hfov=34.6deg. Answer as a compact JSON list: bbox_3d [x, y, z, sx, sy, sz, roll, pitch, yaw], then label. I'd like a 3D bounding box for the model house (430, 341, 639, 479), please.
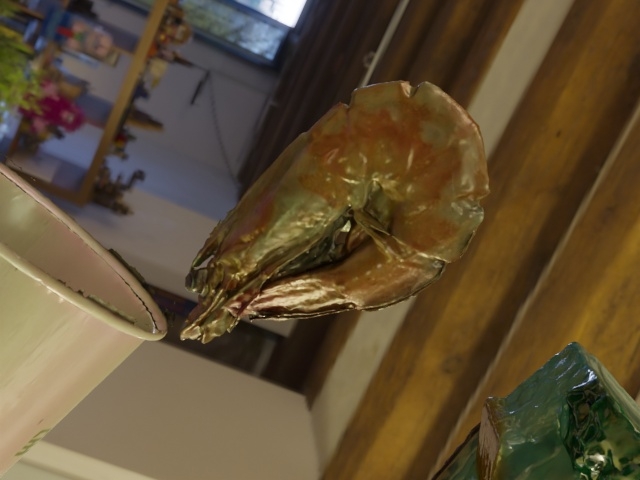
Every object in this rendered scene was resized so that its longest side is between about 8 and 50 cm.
[{"bbox_3d":[0.184,0.259,0.742,0.249,0.280,0.230,-41,-171,9],"label":"model house"}]

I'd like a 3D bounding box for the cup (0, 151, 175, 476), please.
[{"bbox_3d":[-0.269,0.073,0.641,0.274,0.253,0.253,-50,-167,0],"label":"cup"}]

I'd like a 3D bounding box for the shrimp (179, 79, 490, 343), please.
[{"bbox_3d":[-0.001,0.000,0.780,0.294,0.154,0.062,-37,165,23],"label":"shrimp"}]

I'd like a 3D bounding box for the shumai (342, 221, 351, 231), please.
[{"bbox_3d":[0.019,-0.039,1.147,0.083,0.082,0.080,-51,-149,-19],"label":"shumai"}]
